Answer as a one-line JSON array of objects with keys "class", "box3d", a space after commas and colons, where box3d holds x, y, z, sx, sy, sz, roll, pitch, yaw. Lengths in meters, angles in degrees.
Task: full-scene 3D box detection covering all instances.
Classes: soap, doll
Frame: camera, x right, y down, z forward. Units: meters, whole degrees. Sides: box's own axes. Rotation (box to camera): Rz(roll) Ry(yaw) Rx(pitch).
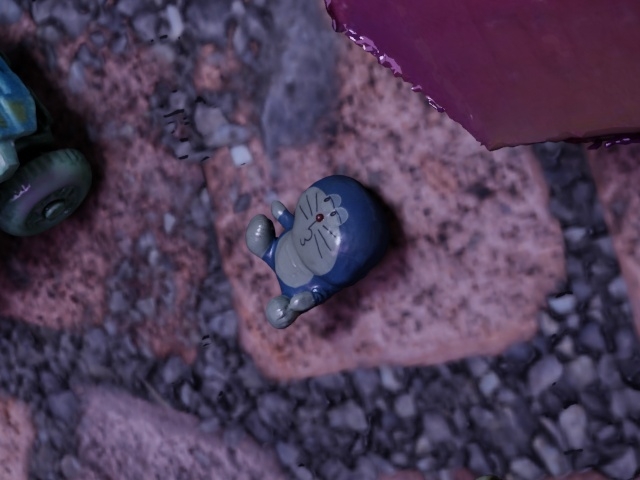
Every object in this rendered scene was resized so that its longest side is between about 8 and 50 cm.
[{"class": "soap", "box3d": [0.083, -0.186, 0.754, 0.220, 0.127, 0.325, -11, 111, 44]}, {"class": "doll", "box3d": [0.000, 0.000, 0.931, 0.083, 0.050, 0.076, -43, 55, 33]}]

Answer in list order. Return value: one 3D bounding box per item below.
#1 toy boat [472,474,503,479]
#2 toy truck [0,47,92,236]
[{"class": "toy boat", "box3d": [0.125, 0.204, 0.864, 0.089, 0.071, 0.185, -25, 82, 35]}, {"class": "toy truck", "box3d": [-0.277, -0.016, 1.054, 0.155, 0.156, 0.279, 52, 122, 16]}]
